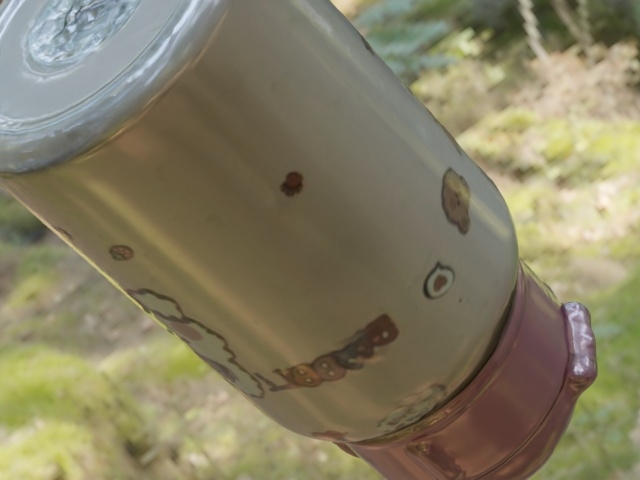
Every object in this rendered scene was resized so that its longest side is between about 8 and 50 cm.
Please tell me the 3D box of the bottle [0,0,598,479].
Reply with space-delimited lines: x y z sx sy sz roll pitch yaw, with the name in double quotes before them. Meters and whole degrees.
"bottle" 0.000 0.000 0.599 0.110 0.233 0.110 -25 41 25
